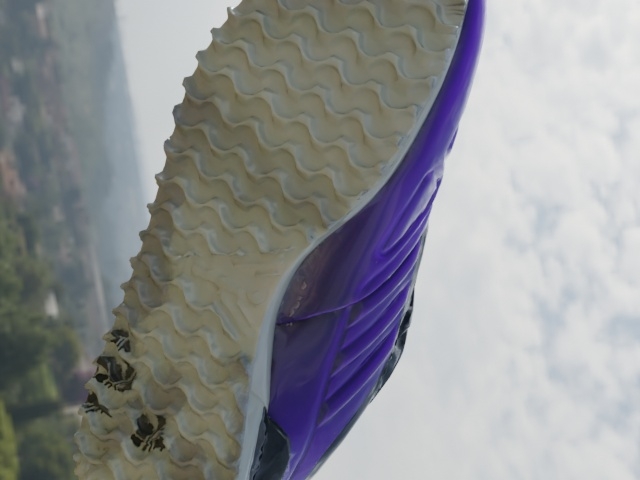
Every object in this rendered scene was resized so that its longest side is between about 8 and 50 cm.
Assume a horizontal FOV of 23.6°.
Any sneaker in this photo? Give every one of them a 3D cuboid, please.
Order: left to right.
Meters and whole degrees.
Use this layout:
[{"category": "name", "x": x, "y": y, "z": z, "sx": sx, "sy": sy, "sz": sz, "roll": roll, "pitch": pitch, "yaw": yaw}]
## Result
[{"category": "sneaker", "x": -0.001, "y": 0.000, "z": 0.678, "sx": 0.102, "sy": 0.146, "sz": 0.293, "roll": 35, "pitch": -72, "yaw": 26}]
